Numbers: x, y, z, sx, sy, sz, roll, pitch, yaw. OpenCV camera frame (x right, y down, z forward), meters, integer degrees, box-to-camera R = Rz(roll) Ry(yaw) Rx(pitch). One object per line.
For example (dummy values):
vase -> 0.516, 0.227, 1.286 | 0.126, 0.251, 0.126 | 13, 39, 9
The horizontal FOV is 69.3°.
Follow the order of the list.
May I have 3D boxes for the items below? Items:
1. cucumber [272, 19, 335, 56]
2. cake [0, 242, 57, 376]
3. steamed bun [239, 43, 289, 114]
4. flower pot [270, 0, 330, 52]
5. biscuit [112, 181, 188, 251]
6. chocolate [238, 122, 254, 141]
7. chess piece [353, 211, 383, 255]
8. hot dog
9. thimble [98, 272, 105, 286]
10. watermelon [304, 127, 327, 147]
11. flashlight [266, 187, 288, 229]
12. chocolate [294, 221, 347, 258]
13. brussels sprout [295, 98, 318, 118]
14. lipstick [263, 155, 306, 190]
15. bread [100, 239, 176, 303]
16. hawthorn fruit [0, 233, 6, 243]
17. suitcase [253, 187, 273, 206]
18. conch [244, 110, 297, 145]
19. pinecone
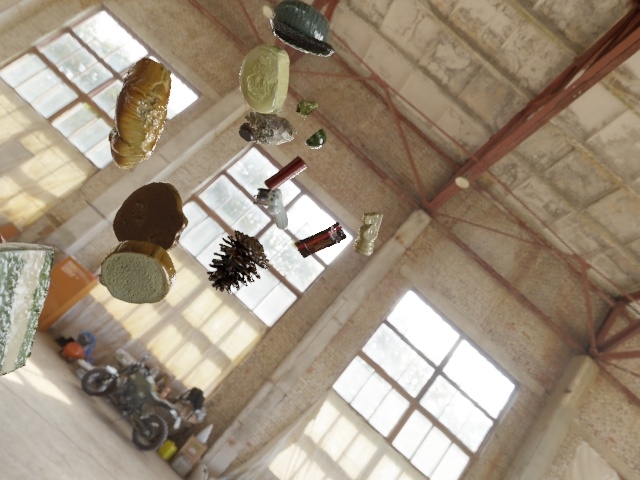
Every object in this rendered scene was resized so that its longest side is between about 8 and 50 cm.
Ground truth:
cucumber -> -0.063, -0.748, 1.744 | 0.245, 0.067, 0.067 | 26, -21, -3
cake -> -0.708, 0.134, 0.990 | 0.172, 0.284, 0.158 | 15, 5, 18
steamed bun -> -0.223, -0.642, 1.859 | 0.165, 0.232, 0.273 | 10, -65, 5
flower pot -> -0.080, -0.848, 1.839 | 0.242, 0.157, 0.189 | 24, 13, -14
biscuit -> -0.584, -0.065, 1.599 | 0.258, 0.272, 0.049 | 58, 11, 14
chocolate -> -0.406, -0.649, 2.723 | 0.127, 0.133, 0.124 | 44, -27, -22
chess piece -> 0.209, -0.039, 2.029 | 0.090, 0.090, 0.201 | 33, -52, 26
hot dog -> -0.721, -0.478, 1.832 | 0.195, 0.366, 0.368 | 11, -45, -18
thimble -> -1.058, 0.193, 2.332 | 0.085, 0.109, 0.062 | -115, -149, -47
watermelon -> -0.011, -0.432, 1.993 | 0.062, 0.105, 0.105 | 52, -21, 4
flashlight -> -0.146, -0.101, 1.585 | 0.047, 0.093, 0.200 | 6, -26, 10
chocolate -> 0.000, 0.000, 1.620 | 0.086, 0.182, 0.028 | 55, 17, -31
brussels sprout -> -0.054, -0.463, 1.616 | 0.058, 0.085, 0.085 | 46, -21, -11
lipstick -> -0.187, -0.349, 2.447 | 0.080, 0.241, 0.080 | 52, -4, 5
bread -> -0.569, 0.102, 1.454 | 0.235, 0.070, 0.236 | 1, -53, 2
hawthorn fruit -> -0.850, 0.043, 1.139 | 0.157, 0.157, 0.194 | 40, -32, 8
suitcase -> -0.243, -0.196, 2.151 | 0.126, 0.059, 0.086 | 10, -27, -20
conch -> -0.224, -0.499, 2.073 | 0.245, 0.163, 0.178 | 15, -11, -2
pinecone -> -0.367, 0.105, 1.996 | 0.246, 0.292, 0.246 | 41, 6, -5
